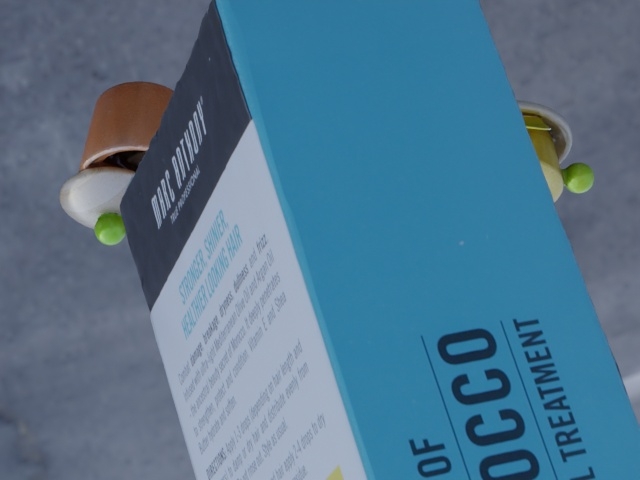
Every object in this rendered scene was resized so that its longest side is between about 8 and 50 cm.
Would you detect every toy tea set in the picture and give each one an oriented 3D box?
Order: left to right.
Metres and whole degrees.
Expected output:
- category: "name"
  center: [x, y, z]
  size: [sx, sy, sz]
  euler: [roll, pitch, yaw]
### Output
- category: "toy tea set"
  center: [0.000, 0.000, 1.236]
  size: [0.336, 0.124, 0.200]
  euler: [4, 148, -7]

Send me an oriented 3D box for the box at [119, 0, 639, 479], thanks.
- category: "box"
  center: [0.026, 0.074, 0.392]
  size: [0.060, 0.244, 0.100]
  euler: [-9, 158, -22]
